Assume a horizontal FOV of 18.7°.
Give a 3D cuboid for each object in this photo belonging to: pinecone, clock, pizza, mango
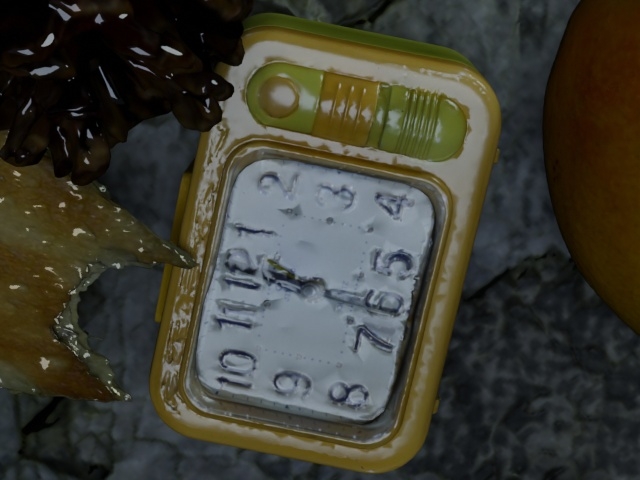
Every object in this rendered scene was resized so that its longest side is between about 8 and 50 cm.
[{"bbox_3d":[-0.110,-0.162,0.835,0.224,0.224,0.272,11,87,-3],"label":"pinecone"},{"bbox_3d":[0.000,0.000,0.943,0.143,0.096,0.202,11,104,-6],"label":"clock"},{"bbox_3d":[-0.180,-0.008,0.936,0.262,0.034,0.181,13,102,16],"label":"pizza"},{"bbox_3d":[0.181,-0.037,0.922,0.152,0.120,0.221,-1,111,-2],"label":"mango"}]
